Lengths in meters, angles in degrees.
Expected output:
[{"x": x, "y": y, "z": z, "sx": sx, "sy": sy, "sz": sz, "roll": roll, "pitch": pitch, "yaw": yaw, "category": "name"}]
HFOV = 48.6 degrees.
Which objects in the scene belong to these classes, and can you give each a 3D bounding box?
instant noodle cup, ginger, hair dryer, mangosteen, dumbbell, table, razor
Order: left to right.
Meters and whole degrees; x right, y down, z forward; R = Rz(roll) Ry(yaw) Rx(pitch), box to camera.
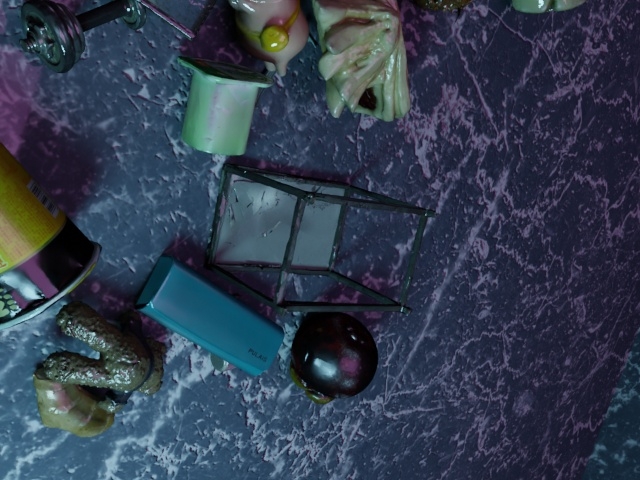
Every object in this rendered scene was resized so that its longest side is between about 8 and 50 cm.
[{"x": -0.471, "y": -0.020, "z": 1.032, "sx": 0.215, "sy": 0.215, "sz": 0.236, "roll": -39, "pitch": 120, "yaw": -23, "category": "instant noodle cup"}, {"x": -0.438, "y": 0.290, "z": 1.253, "sx": 0.190, "sy": 0.069, "sz": 0.095, "roll": 46, "pitch": 40, "yaw": -40, "category": "ginger"}, {"x": -0.340, "y": -0.342, "z": 1.084, "sx": 0.254, "sy": 0.110, "sz": 0.110, "roll": -37, "pitch": 127, "yaw": -33, "category": "dumbbell"}, {"x": -0.172, "y": 0.186, "z": 1.459, "sx": 0.106, "sy": 0.054, "sz": 0.154, "roll": -11, "pitch": 109, "yaw": -42, "category": "hair dryer"}, {"x": -0.082, "y": -0.330, "z": 1.346, "sx": 0.191, "sy": 0.037, "sz": 0.068, "roll": -54, "pitch": 136, "yaw": -9, "category": "razor"}, {"x": 0.000, "y": 0.000, "z": 1.379, "sx": 0.335, "sy": 0.272, "sz": 0.222, "roll": 4, "pitch": 104, "yaw": -41, "category": "table"}, {"x": 0.026, "y": 0.256, "z": 1.557, "sx": 0.210, "sy": 0.210, "sz": 0.210, "roll": -16, "pitch": 116, "yaw": -36, "category": "mangosteen"}]

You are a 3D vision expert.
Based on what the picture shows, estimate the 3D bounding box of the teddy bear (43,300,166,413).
[{"x": -0.354, "y": 0.212, "z": 1.240, "sx": 0.251, "sy": 0.129, "sz": 0.182, "roll": 31, "pitch": 77, "yaw": -56, "category": "teddy bear"}]

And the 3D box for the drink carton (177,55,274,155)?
[{"x": -0.174, "y": -0.232, "z": 1.242, "sx": 0.144, "sy": 0.146, "sz": 0.142, "roll": -4, "pitch": 117, "yaw": -39, "category": "drink carton"}]

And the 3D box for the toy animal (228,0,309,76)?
[{"x": -0.090, "y": -0.412, "z": 1.230, "sx": 0.149, "sy": 0.165, "sz": 0.248, "roll": -24, "pitch": 127, "yaw": -38, "category": "toy animal"}]

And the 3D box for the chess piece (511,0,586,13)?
[{"x": 0.522, "y": -0.752, "z": 1.591, "sx": 0.234, "sy": 0.234, "sz": 0.442, "roll": -32, "pitch": 127, "yaw": -28, "category": "chess piece"}]

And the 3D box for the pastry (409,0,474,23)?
[{"x": 0.279, "y": -0.597, "z": 1.448, "sx": 0.275, "sy": 0.193, "sz": 0.275, "roll": -15, "pitch": 116, "yaw": -34, "category": "pastry"}]

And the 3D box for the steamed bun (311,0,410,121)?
[{"x": 0.064, "y": -0.387, "z": 1.335, "sx": 0.189, "sy": 0.247, "sz": 0.428, "roll": -18, "pitch": 124, "yaw": -7, "category": "steamed bun"}]

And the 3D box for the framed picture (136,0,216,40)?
[{"x": -0.271, "y": -0.509, "z": 1.059, "sx": 0.347, "sy": 0.016, "sz": 0.265, "roll": 33, "pitch": 80, "yaw": -26, "category": "framed picture"}]

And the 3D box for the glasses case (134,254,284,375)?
[{"x": -0.202, "y": 0.151, "z": 1.364, "sx": 0.301, "sy": 0.070, "sz": 0.117, "roll": 38, "pitch": 66, "yaw": -36, "category": "glasses case"}]
